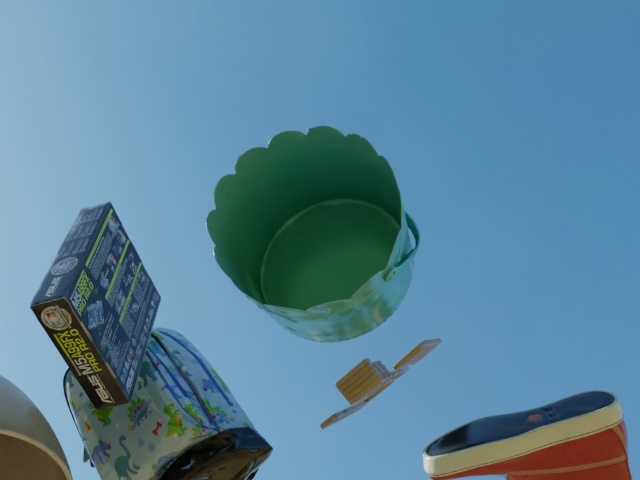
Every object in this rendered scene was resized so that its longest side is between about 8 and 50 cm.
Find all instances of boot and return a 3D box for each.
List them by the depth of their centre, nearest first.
[{"bbox_3d":[0.254,0.295,0.941,0.244,0.088,0.176,-14,-82,3],"label":"boot"}]

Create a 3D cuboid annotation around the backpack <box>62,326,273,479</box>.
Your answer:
[{"bbox_3d":[-0.300,0.311,1.426,0.290,0.355,0.273,-44,-41,19],"label":"backpack"}]

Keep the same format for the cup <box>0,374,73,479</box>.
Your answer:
[{"bbox_3d":[-0.559,0.329,1.208,0.331,0.237,0.331,-11,-56,-17],"label":"cup"}]

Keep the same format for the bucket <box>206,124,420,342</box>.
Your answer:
[{"bbox_3d":[0.000,0.000,1.096,0.281,0.281,0.183,-13,-28,10],"label":"bucket"}]

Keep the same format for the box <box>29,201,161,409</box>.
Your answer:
[{"bbox_3d":[-0.346,0.098,1.257,0.060,0.270,0.216,-15,-58,10],"label":"box"}]

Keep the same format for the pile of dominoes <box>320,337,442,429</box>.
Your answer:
[{"bbox_3d":[0.091,0.200,1.197,0.196,0.251,0.040,-41,-104,8],"label":"pile of dominoes"}]
